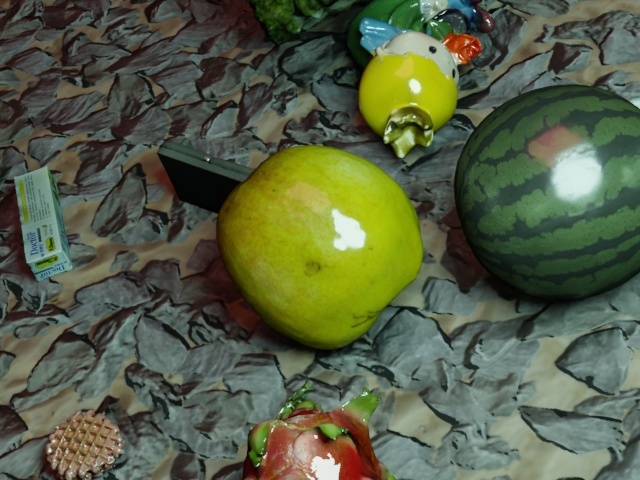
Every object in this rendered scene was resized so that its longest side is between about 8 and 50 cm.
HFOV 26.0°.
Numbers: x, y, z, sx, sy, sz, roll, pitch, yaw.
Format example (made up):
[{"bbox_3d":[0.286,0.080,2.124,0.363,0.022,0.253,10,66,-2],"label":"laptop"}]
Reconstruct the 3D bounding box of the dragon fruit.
[{"bbox_3d":[-0.004,0.196,1.219,0.137,0.135,0.236,-12,26,16],"label":"dragon fruit"}]

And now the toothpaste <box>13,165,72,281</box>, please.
[{"bbox_3d":[-0.326,-0.023,1.613,0.046,0.034,0.164,-20,43,-1],"label":"toothpaste"}]

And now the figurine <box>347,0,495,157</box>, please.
[{"bbox_3d":[0.125,-0.201,1.578,0.185,0.127,0.234,-14,32,0],"label":"figurine"}]

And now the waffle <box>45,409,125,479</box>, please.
[{"bbox_3d":[-0.231,0.204,1.358,0.075,0.029,0.083,-34,47,-14],"label":"waffle"}]

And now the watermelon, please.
[{"bbox_3d":[0.234,-0.047,1.315,0.212,0.212,0.212,-10,44,10],"label":"watermelon"}]

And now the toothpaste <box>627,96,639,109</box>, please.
[{"bbox_3d":[0.354,-0.137,1.487,0.205,0.036,0.056,-9,45,5],"label":"toothpaste"}]

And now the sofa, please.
[{"bbox_3d":[-0.102,-0.074,1.549,0.147,0.085,0.060,19,58,34],"label":"sofa"}]

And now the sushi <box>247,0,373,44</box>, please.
[{"bbox_3d":[0.044,-0.377,1.658,0.294,0.178,0.352,-28,6,35],"label":"sushi"}]

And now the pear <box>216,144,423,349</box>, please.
[{"bbox_3d":[0.000,0.000,1.366,0.200,0.200,0.200,-10,44,10],"label":"pear"}]
